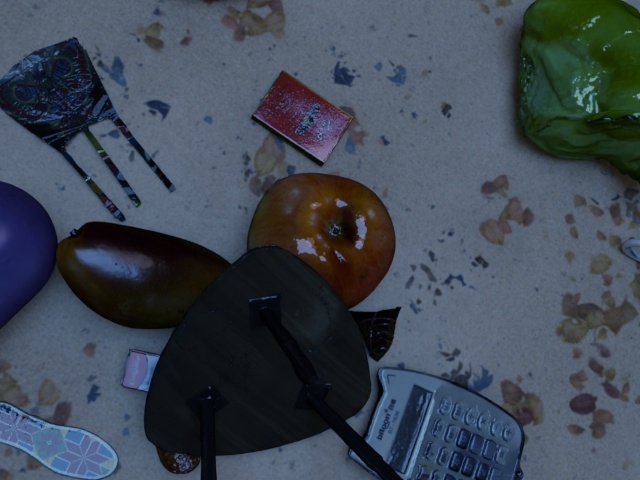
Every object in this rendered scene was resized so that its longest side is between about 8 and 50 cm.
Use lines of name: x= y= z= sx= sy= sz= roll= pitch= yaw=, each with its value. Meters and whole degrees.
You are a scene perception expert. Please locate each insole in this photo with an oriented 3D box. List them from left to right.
insole: x=-0.363 y=0.269 z=1.056 sx=0.193 sy=0.006 sz=0.065 roll=26 pitch=76 yaw=-6

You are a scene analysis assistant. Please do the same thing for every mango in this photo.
mango: x=-0.226 y=0.055 z=1.064 sx=0.267 sy=0.111 sz=0.133 roll=17 pitch=78 yaw=-26

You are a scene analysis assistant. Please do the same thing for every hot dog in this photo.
hot dog: x=-0.195 y=0.275 z=1.074 sx=0.058 sy=0.035 sz=0.083 roll=-18 pitch=85 yaw=-14

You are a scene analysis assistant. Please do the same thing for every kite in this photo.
kite: x=-0.334 y=-0.157 z=1.135 sx=0.152 sy=0.015 sz=0.285 roll=-40 pitch=90 yaw=-15

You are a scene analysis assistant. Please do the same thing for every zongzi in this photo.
zongzi: x=0.092 y=0.124 z=1.154 sx=0.073 sy=0.067 sz=0.083 roll=-23 pitch=68 yaw=-8

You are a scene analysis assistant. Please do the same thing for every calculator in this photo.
calculator: x=0.179 y=0.295 z=1.146 sx=0.268 sy=0.040 sz=0.177 roll=25 pitch=76 yaw=-7

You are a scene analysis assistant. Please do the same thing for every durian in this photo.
durian: x=0.437 y=-0.243 z=1.216 sx=0.256 sy=0.204 sz=0.339 roll=-2 pitch=79 yaw=0

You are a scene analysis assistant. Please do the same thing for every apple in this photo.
apple: x=0.000 y=0.000 z=1.099 sx=0.209 sy=0.164 sz=0.209 roll=3 pitch=78 yaw=-13

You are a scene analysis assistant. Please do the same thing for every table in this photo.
table: x=-0.053 y=0.226 z=0.933 sx=0.317 sy=0.249 sz=0.317 roll=-8 pitch=116 yaw=-17

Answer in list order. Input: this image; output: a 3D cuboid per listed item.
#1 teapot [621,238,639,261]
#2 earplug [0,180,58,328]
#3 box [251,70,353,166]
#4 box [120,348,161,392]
teapot: x=0.596 y=0.055 z=1.250 sx=0.245 sy=0.116 sz=0.159 roll=32 pitch=86 yaw=1
earplug: x=-0.522 y=0.101 z=0.958 sx=0.215 sy=0.215 sz=0.456 roll=46 pitch=72 yaw=-1
box: x=-0.028 y=-0.186 z=1.200 sx=0.133 sy=0.023 sz=0.090 roll=35 pitch=77 yaw=-3
box: x=-0.162 y=0.198 z=1.093 sx=0.218 sy=0.039 sz=0.055 roll=13 pitch=79 yaw=-9
